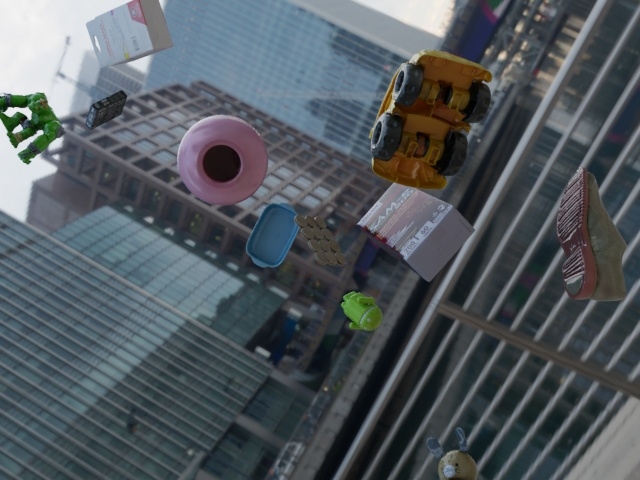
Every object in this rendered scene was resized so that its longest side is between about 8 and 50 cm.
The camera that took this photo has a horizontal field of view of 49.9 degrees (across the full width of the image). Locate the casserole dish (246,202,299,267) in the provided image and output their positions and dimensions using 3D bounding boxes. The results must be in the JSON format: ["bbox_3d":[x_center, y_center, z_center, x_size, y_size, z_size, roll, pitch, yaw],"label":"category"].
[{"bbox_3d":[-0.128,-0.015,1.908,0.188,0.114,0.037,-63,-3,1],"label":"casserole dish"}]

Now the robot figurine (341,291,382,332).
[{"bbox_3d":[0.104,0.174,1.679,0.067,0.115,0.101,-19,-43,-40],"label":"robot figurine"}]

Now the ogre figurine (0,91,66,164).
[{"bbox_3d":[-0.666,-0.274,1.580,0.118,0.197,0.097,-28,-43,-15],"label":"ogre figurine"}]

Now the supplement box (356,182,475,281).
[{"bbox_3d":[0.175,-0.026,1.313,0.130,0.073,0.239,-48,25,-1],"label":"supplement box"}]

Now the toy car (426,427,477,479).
[{"bbox_3d":[0.295,0.514,1.510,0.155,0.188,0.149,-29,-31,32],"label":"toy car"}]

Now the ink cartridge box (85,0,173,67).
[{"bbox_3d":[-0.442,-0.475,1.582,0.067,0.198,0.115,-32,-69,-51],"label":"ink cartridge box"}]

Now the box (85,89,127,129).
[{"bbox_3d":[-0.442,-0.269,1.420,0.083,0.018,0.067,-41,-4,-39],"label":"box"}]

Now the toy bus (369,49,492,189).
[{"bbox_3d":[0.170,-0.228,1.156,0.211,0.149,0.220,-96,23,-55],"label":"toy bus"}]

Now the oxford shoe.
[{"bbox_3d":[0.641,-0.012,1.614,0.123,0.130,0.348,111,168,-63],"label":"oxford shoe"}]

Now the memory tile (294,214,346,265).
[{"bbox_3d":[0.000,0.000,1.686,0.012,0.148,0.113,-43,-26,30],"label":"memory tile"}]

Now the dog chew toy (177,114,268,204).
[{"bbox_3d":[-0.232,-0.199,1.655,0.207,0.206,0.332,-63,11,7],"label":"dog chew toy"}]
